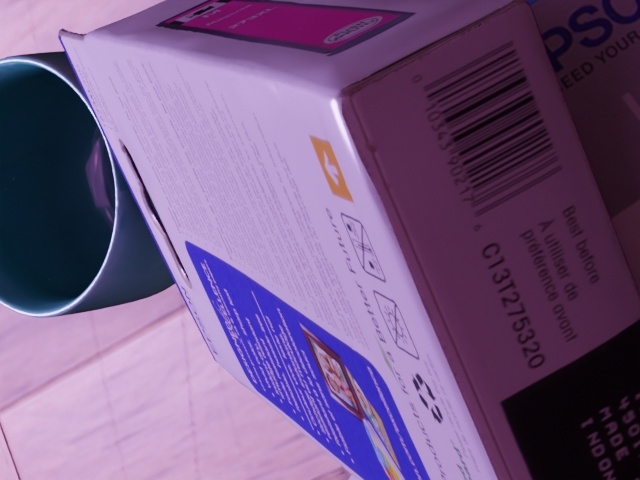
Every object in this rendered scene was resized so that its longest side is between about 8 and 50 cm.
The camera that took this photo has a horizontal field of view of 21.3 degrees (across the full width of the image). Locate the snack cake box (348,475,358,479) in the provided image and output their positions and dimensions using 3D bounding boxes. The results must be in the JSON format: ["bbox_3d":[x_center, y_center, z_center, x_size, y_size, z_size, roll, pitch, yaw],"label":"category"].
[{"bbox_3d":[0.122,0.177,0.699,0.264,0.089,0.152,44,120,26],"label":"snack cake box"}]

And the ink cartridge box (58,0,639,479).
[{"bbox_3d":[0.000,0.000,0.607,0.176,0.069,0.371,66,164,-17],"label":"ink cartridge box"}]

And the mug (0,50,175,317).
[{"bbox_3d":[-0.102,-0.026,0.849,0.157,0.097,0.129,29,114,33],"label":"mug"}]

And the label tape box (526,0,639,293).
[{"bbox_3d":[0.179,-0.060,0.522,0.249,0.115,0.348,-33,73,-1],"label":"label tape box"}]
